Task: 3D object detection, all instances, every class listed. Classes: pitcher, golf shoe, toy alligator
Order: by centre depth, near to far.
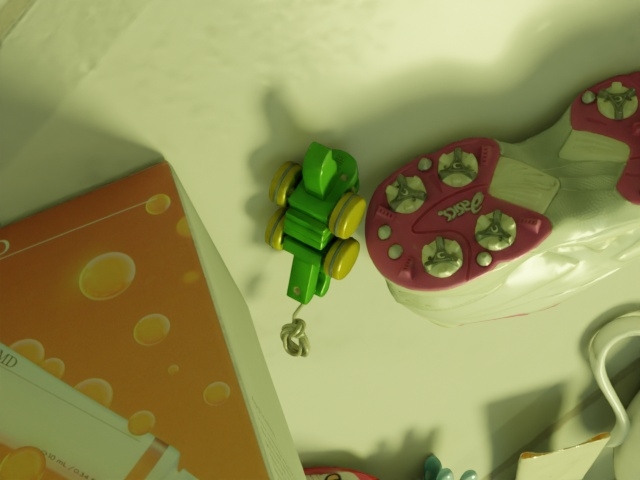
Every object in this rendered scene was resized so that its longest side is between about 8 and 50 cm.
[{"bbox_3d":[0.000,0.000,0.790,0.051,0.056,0.189,-47,156,-38],"label":"toy alligator"},{"bbox_3d":[0.182,-0.025,0.813,0.306,0.115,0.140,-16,150,2],"label":"golf shoe"},{"bbox_3d":[0.305,0.153,1.056,0.178,0.125,0.207,7,124,-3],"label":"pitcher"}]

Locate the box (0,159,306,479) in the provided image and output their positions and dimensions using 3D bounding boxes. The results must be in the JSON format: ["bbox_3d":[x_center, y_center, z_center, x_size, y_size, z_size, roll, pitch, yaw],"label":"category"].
[{"bbox_3d":[-0.118,0.158,0.675,0.215,0.345,0.168,-23,139,-1],"label":"box"}]

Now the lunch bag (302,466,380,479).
[{"bbox_3d":[-0.087,0.312,1.044,0.293,0.120,0.258,-5,141,-20],"label":"lunch bag"}]

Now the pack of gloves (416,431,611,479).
[{"bbox_3d":[0.148,0.233,1.128,0.195,0.046,0.232,-14,149,-9],"label":"pack of gloves"}]
